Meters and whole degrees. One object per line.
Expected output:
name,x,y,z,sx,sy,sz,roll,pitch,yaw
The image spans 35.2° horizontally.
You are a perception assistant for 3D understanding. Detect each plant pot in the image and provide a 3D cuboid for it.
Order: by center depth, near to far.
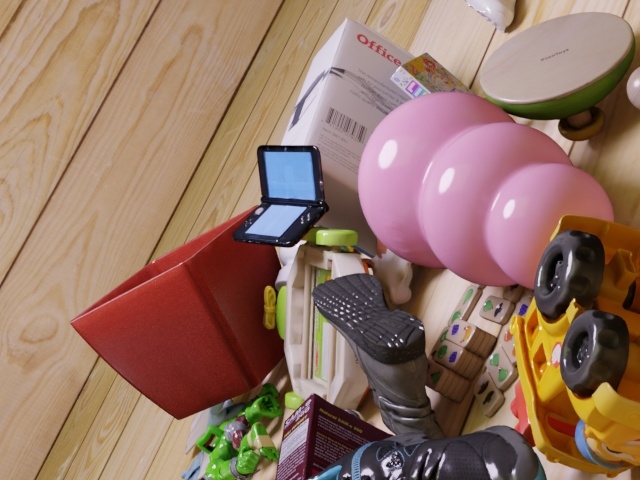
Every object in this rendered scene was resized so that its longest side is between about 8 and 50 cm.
plant pot,-0.191,0.132,1.660,0.267,0.236,0.267,-27,9,29

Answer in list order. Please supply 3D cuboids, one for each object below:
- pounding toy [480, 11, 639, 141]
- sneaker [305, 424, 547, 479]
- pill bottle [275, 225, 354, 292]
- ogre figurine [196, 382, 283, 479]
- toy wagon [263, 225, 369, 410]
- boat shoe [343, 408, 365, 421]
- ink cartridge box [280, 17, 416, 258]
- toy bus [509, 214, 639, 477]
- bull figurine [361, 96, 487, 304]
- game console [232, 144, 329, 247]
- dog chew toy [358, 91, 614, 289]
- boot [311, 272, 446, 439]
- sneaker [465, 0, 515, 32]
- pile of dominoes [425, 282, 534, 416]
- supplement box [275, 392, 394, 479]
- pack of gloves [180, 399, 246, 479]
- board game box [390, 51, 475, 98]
pounding toy,0.316,-0.179,1.191,0.236,0.110,0.183,-2,41,35
sneaker,0.096,0.249,0.944,0.341,0.139,0.125,149,109,-66
pill bottle,0.000,0.000,1.679,0.117,0.117,0.208,-28,35,58
ogre figurine,-0.124,0.308,1.561,0.118,0.097,0.197,-37,37,24
toy wagon,-0.008,0.113,1.449,0.344,0.068,0.267,-168,80,-72
boat shoe,0.014,0.284,1.276,0.056,0.049,0.152,7,71,35
ink cartridge box,0.069,-0.158,1.572,0.129,0.223,0.307,-40,26,50
toy bus,0.234,0.121,0.848,0.220,0.149,0.211,-89,21,-52
bull figurine,0.163,-0.060,1.371,0.310,0.101,0.188,-65,22,-10
game console,-0.064,-0.063,1.408,0.144,0.085,0.124,6,47,51
dog chew toy,0.183,-0.043,1.097,0.207,0.206,0.332,-59,34,2
boot,0.065,0.145,1.189,0.083,0.161,0.246,-19,23,-13
sneaker,0.285,-0.417,1.647,0.095,0.090,0.235,-41,25,22
pile of dominoes,0.199,0.067,1.166,0.251,0.040,0.196,-61,18,-3
supplement box,0.014,0.303,1.137,0.073,0.130,0.239,-47,21,34
pack of gloves,-0.185,0.351,1.767,0.232,0.046,0.195,-51,22,46
board game box,0.172,-0.232,1.525,0.026,0.103,0.154,-50,-3,27
